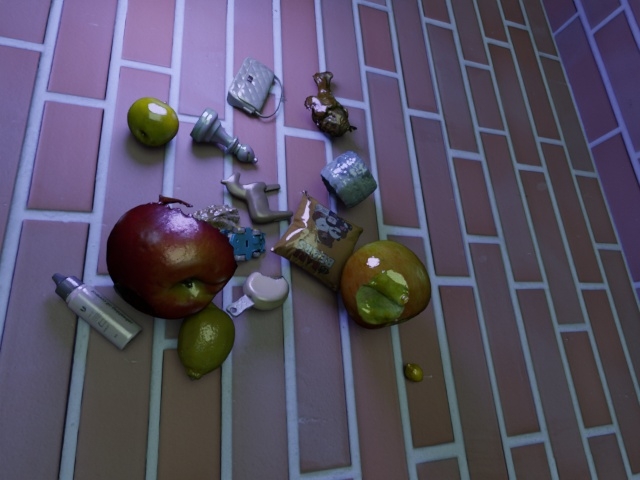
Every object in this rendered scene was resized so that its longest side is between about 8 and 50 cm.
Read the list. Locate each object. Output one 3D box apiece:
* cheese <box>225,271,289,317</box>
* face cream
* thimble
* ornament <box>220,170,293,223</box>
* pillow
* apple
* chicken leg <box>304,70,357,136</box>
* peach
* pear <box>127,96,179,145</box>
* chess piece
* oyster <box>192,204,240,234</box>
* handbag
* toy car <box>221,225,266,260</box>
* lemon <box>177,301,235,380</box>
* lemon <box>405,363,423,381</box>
[{"bbox_3d":[-0.209,0.204,1.401,0.163,0.071,0.249,27,35,0],"label":"cheese"},{"bbox_3d":[-0.704,0.209,1.243,0.311,0.092,0.092,40,62,-2],"label":"face cream"},{"bbox_3d":[0.112,-0.243,1.635,0.172,0.250,0.205,-38,87,2],"label":"thimble"},{"bbox_3d":[-0.253,-0.173,1.572,0.245,0.061,0.230,-10,74,-28],"label":"ornament"},{"bbox_3d":[0.000,0.000,1.574,0.310,0.119,0.312,33,64,-14],"label":"pillow"},{"bbox_3d":[0.232,0.163,1.483,0.339,0.339,0.339,7,69,-19],"label":"apple"},{"bbox_3d":[0.014,-0.616,1.803,0.211,0.140,0.361,-2,60,-43],"label":"chicken leg"},{"bbox_3d":[-0.471,0.066,1.222,0.406,0.335,0.310,24,54,22],"label":"peach"},{"bbox_3d":[-0.609,-0.451,1.492,0.180,0.166,0.216,18,43,-1],"label":"pear"},{"bbox_3d":[-0.364,-0.390,1.585,0.271,0.139,0.139,33,62,-19],"label":"chess piece"},{"bbox_3d":[-0.396,-0.081,1.480,0.209,0.072,0.133,-2,75,-24],"label":"oyster"},{"bbox_3d":[-0.268,-0.654,1.736,0.219,0.079,0.256,24,66,-16],"label":"handbag"},{"bbox_3d":[-0.287,0.006,1.491,0.161,0.098,0.126,-8,102,-52],"label":"toy car"},{"bbox_3d":[-0.365,0.320,1.283,0.184,0.184,0.248,13,75,-17],"label":"lemon"},{"bbox_3d":[0.364,0.514,1.561,0.092,0.065,0.065,47,62,-10],"label":"lemon"}]
